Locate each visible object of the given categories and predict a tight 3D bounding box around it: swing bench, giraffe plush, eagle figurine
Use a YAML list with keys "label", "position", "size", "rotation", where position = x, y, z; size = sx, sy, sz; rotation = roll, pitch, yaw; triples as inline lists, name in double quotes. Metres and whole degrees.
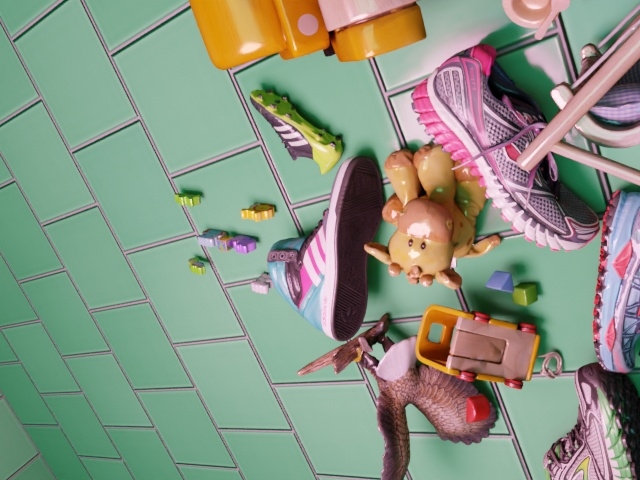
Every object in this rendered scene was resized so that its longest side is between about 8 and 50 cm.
- label: "swing bench"
  position: [0.339, -0.188, 0.557]
  size: [0.165, 0.253, 0.254]
  rotation: [26, 126, 18]
- label: "giraffe plush"
  position: [0.149, -0.017, 0.822]
  size: [0.182, 0.170, 0.210]
  rotation: [-5, 112, 34]
- label: "eagle figurine"
  position: [0.147, 0.279, 0.984]
  size: [0.226, 0.225, 0.298]
  rotation: [-34, 84, 25]

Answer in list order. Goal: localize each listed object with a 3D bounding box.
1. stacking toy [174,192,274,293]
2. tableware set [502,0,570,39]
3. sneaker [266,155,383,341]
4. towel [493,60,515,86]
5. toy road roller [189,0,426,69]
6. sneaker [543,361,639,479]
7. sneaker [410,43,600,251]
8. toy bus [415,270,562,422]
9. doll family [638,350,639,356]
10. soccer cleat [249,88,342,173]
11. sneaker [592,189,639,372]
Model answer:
- label: "stacking toy"
  position: [-0.178, -0.001, 1.118]
  size: [0.221, 0.052, 0.166]
  rotation: [12, 119, 29]
- label: "tableware set"
  position: [0.179, -0.263, 0.529]
  size: [0.169, 0.020, 0.141]
  rotation: [31, 157, 2]
- label: "sneaker"
  position: [0.000, 0.000, 0.965]
  size: [0.179, 0.124, 0.295]
  rotation: [17, 103, 42]
- label: "towel"
  position: [0.198, -0.191, 0.788]
  size: [0.067, 0.029, 0.119]
  rotation: [49, 130, 1]
- label: "toy road roller"
  position: [-0.033, -0.298, 0.680]
  size: [0.241, 0.329, 0.202]
  rotation: [-20, 108, -3]
- label: "sneaker"
  position: [0.406, 0.334, 0.880]
  size: [0.147, 0.134, 0.343]
  rotation: [3, 117, 32]
- label: "sneaker"
  position: [0.248, -0.106, 0.727]
  size: [0.299, 0.120, 0.112]
  rotation: [43, 127, -11]
- label: "toy bus"
  position: [0.243, 0.157, 0.884]
  size: [0.104, 0.191, 0.202]
  rotation: [11, 130, 61]
- label: "doll family"
  position: [0.541, 0.212, 0.736]
  size: [0.263, 0.118, 0.163]
  rotation: [-21, 101, 39]
- label: "soccer cleat"
  position: [-0.047, -0.174, 0.933]
  size: [0.179, 0.060, 0.072]
  rotation: [37, 130, 6]
- label: "sneaker"
  position: [0.420, 0.067, 0.745]
  size: [0.125, 0.104, 0.261]
  rotation: [7, 119, 27]
